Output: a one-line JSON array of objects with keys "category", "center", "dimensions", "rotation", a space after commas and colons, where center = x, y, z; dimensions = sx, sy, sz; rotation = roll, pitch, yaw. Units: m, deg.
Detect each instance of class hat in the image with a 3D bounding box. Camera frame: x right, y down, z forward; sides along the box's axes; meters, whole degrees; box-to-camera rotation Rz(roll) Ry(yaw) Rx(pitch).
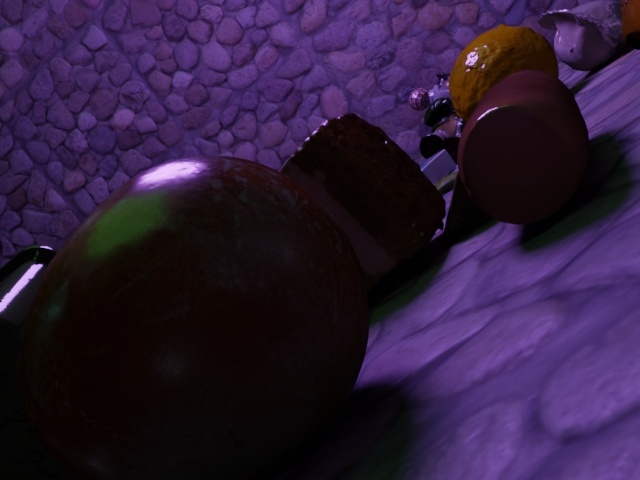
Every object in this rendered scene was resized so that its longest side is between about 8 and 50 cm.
[{"category": "hat", "center": [0.196, -0.061, 0.858], "dimensions": [0.146, 0.067, 0.146], "rotation": [13, -90, -81]}]

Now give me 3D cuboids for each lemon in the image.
[{"category": "lemon", "center": [0.350, -0.307, 1.346], "dimensions": [0.231, 0.192, 0.192], "rotation": [-45, 6, -17]}]

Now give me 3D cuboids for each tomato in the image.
[{"category": "tomato", "center": [-0.082, 0.075, 0.537], "dimensions": [0.270, 0.222, 0.270], "rotation": [-53, -9, -11]}]

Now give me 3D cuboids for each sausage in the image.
[{"category": "sausage", "center": [0.213, -0.108, 0.733], "dimensions": [0.121, 0.121, 0.304], "rotation": [-36, 4, 25]}]

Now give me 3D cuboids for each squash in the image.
[{"category": "squash", "center": [0.235, -0.107, 1.257], "dimensions": [0.027, 0.027, 0.089], "rotation": [-41, 7, -39]}]

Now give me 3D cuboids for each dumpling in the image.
[{"category": "dumpling", "center": [0.505, -0.407, 1.371], "dimensions": [0.142, 0.172, 0.247], "rotation": [-68, -10, 13]}]

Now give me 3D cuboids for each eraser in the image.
[{"category": "eraser", "center": [0.200, -0.123, 1.570], "dimensions": [0.095, 0.052, 0.225], "rotation": [-42, 5, -31]}]

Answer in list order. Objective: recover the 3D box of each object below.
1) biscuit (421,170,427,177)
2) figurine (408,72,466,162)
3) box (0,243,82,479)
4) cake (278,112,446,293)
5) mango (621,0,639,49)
[{"category": "biscuit", "center": [0.075, -0.044, 1.577], "dimensions": [0.144, 0.078, 0.426], "rotation": [-41, 5, -32]}, {"category": "figurine", "center": [0.342, -0.303, 1.686], "dimensions": [0.281, 0.167, 0.370], "rotation": [7, 38, 24]}, {"category": "box", "center": [-0.366, 0.202, 0.946], "dimensions": [0.253, 0.329, 0.178], "rotation": [-37, 12, 21]}, {"category": "cake", "center": [0.000, 0.000, 0.915], "dimensions": [0.293, 0.196, 0.199], "rotation": [-46, 2, 23]}, {"category": "mango", "center": [0.435, -0.285, 0.819], "dimensions": [0.156, 0.151, 0.248], "rotation": [-4, 8, 16]}]
